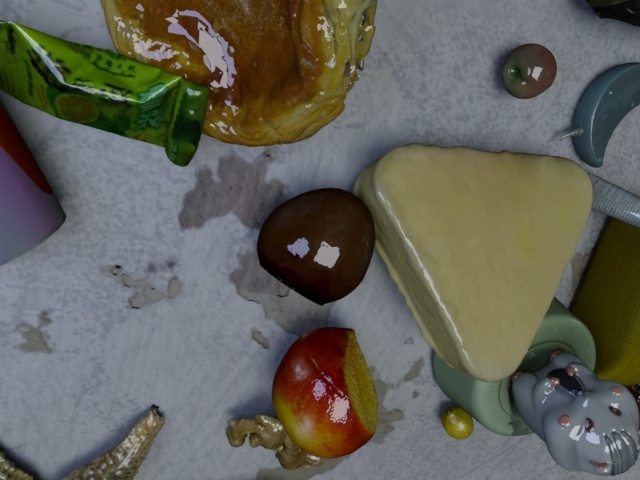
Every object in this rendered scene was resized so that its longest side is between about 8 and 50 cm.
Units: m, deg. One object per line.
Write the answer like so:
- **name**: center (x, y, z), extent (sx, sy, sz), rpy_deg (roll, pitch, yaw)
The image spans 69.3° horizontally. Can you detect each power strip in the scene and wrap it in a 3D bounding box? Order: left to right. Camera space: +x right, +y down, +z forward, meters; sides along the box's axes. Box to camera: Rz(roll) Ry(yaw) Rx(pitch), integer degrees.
- **power strip**: center (0.507, -0.222, 0.801), extent (0.216, 0.044, 0.137), rpy_deg (-37, 115, -1)

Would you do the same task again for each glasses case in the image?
- **glasses case**: center (0.610, 0.114, 0.883), extent (0.141, 0.173, 0.371), rpy_deg (8, 107, -16)

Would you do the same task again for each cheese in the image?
- **cheese**: center (0.243, 0.037, 0.723), extent (0.384, 0.104, 0.383), rpy_deg (1, 88, -17)

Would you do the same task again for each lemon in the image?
- **lemon**: center (0.278, 0.368, 0.941), extent (0.062, 0.062, 0.083), rpy_deg (-38, 119, 0)

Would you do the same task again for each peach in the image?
- **peach**: center (0.019, 0.242, 0.752), extent (0.190, 0.190, 0.192), rpy_deg (28, 107, -23)
- **peach**: center (0.321, -0.260, 0.712), extent (0.083, 0.083, 0.083), rpy_deg (-5, 111, -14)

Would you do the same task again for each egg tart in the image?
- **egg tart**: center (-0.091, -0.274, 0.512), extent (0.352, 0.352, 0.150), rpy_deg (60, 43, -25)

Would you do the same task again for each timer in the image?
- **timer**: center (0.393, 0.257, 0.796), extent (0.291, 0.315, 0.290), rpy_deg (-5, 110, -14)

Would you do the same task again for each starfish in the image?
- **starfish**: center (-0.402, 0.422, 0.757), extent (0.324, 0.082, 0.432), rpy_deg (-10, 110, -9)

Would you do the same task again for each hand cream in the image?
- **hand cream**: center (0.536, -0.056, 0.805), extent (0.042, 0.194, 0.067), rpy_deg (7, 114, -51)

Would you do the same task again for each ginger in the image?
- **ginger**: center (-0.073, 0.360, 0.823), extent (0.193, 0.052, 0.176), rpy_deg (7, 138, -7)

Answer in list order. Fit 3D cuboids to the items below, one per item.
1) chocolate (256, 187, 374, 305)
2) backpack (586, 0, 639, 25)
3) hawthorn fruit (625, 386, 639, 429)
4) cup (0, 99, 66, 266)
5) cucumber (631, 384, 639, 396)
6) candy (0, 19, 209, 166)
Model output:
- **chocolate**: center (0.000, 0.000, 0.679), extent (0.177, 0.177, 0.176), rpy_deg (-5, 111, -14)
- **backpack**: center (0.521, -0.414, 0.687), extent (0.253, 0.140, 0.207), rpy_deg (7, 107, -25)
- **hawthorn fruit**: center (0.595, 0.364, 0.995), extent (0.148, 0.148, 0.172), rpy_deg (13, 122, -20)
- **cup**: center (-0.422, -0.114, 0.499), extent (0.203, 0.203, 0.288), rpy_deg (-24, 121, -7)
- **cucumber**: center (0.684, 0.294, 1.044), extent (0.053, 0.053, 0.181), rpy_deg (-44, 113, 3)
- **candy**: center (-0.260, -0.177, 0.546), extent (0.246, 0.149, 0.069), rpy_deg (14, 61, -20)
